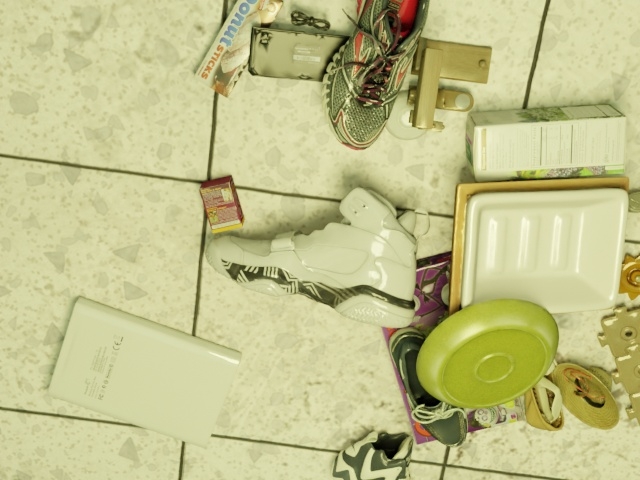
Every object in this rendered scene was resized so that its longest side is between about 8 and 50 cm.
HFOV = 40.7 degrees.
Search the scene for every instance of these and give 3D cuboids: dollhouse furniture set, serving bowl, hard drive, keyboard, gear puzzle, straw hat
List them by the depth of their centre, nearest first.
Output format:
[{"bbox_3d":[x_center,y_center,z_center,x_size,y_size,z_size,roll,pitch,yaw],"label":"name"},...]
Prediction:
[{"bbox_3d":[0.205,-0.234,1.307,0.123,0.151,0.144,7,97,-2],"label":"dollhouse furniture set"},{"bbox_3d":[-0.021,-0.306,1.358,0.180,0.023,0.108,3,117,-10],"label":"keyboard"},{"bbox_3d":[0.143,-0.201,1.402,0.083,0.027,0.083,1,110,2],"label":"serving bowl"},{"bbox_3d":[0.588,0.173,1.528,0.176,0.044,0.338,-20,106,17],"label":"gear puzzle"},{"bbox_3d":[0.492,0.264,1.548,0.061,0.144,0.144,-36,111,-29],"label":"straw hat"},{"bbox_3d":[-0.322,0.244,1.574,0.308,0.040,0.203,20,110,-6],"label":"hard drive"}]

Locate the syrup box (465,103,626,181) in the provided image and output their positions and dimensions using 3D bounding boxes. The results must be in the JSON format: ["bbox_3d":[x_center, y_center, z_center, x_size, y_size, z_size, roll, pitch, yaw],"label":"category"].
[{"bbox_3d":[0.357,-0.157,1.379,0.237,0.093,0.096,-4,111,3],"label":"syrup box"}]

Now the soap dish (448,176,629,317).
[{"bbox_3d":[0.343,0.007,1.398,0.291,0.118,0.228,-3,108,-12],"label":"soap dish"}]

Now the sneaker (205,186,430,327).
[{"bbox_3d":[0.000,0.000,1.431,0.366,0.137,0.210,16,96,10],"label":"sneaker"}]

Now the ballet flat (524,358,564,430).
[{"bbox_3d":[0.394,0.239,1.534,0.080,0.073,0.232,-30,116,-27],"label":"ballet flat"}]

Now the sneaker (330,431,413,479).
[{"bbox_3d":[0.153,0.440,1.608,0.235,0.094,0.153,38,116,-2],"label":"sneaker"}]

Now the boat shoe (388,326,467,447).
[{"bbox_3d":[0.196,0.269,1.504,0.095,0.079,0.254,-21,111,3],"label":"boat shoe"}]

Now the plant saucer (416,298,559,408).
[{"bbox_3d":[0.276,0.196,1.392,0.241,0.037,0.240,-6,129,-7],"label":"plant saucer"}]

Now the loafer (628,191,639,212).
[{"bbox_3d":[0.568,-0.064,1.444,0.125,0.039,0.045,-2,78,-1],"label":"loafer"}]

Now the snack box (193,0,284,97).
[{"bbox_3d":[-0.130,-0.318,1.367,0.064,0.022,0.178,30,108,-11],"label":"snack box"}]

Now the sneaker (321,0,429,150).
[{"bbox_3d":[0.084,-0.280,1.309,0.121,0.112,0.299,7,111,-18],"label":"sneaker"}]

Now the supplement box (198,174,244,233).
[{"bbox_3d":[-0.166,-0.061,1.454,0.055,0.043,0.083,-11,111,6],"label":"supplement box"}]

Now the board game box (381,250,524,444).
[{"bbox_3d":[0.227,0.191,1.540,0.208,0.056,0.346,-14,110,11],"label":"board game box"}]
